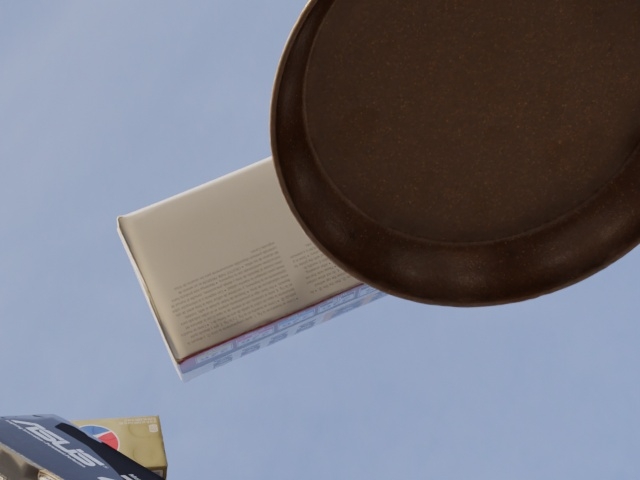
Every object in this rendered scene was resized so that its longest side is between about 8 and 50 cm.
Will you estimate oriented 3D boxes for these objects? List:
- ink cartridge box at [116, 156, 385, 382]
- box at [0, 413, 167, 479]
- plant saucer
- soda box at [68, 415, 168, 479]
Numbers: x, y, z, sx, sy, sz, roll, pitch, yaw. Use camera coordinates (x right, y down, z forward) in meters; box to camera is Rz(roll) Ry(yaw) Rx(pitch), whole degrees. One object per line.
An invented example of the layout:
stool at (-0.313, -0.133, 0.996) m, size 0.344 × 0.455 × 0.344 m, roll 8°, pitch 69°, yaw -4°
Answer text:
ink cartridge box at (0.000, 0.000, 1.530) m, size 0.309 × 0.272 × 0.130 m, roll -23°, pitch -96°, yaw -5°
box at (-0.135, 0.340, 1.042) m, size 0.097 × 0.318 × 0.394 m, roll 7°, pitch -76°, yaw -54°
plant saucer at (0.063, -0.053, 0.654) m, size 0.168 × 0.029 × 0.168 m, roll -5°, pitch -59°, yaw -8°
soda box at (-0.219, 0.189, 1.480) m, size 0.181 × 0.061 × 0.058 m, roll -2°, pitch -51°, yaw -13°
